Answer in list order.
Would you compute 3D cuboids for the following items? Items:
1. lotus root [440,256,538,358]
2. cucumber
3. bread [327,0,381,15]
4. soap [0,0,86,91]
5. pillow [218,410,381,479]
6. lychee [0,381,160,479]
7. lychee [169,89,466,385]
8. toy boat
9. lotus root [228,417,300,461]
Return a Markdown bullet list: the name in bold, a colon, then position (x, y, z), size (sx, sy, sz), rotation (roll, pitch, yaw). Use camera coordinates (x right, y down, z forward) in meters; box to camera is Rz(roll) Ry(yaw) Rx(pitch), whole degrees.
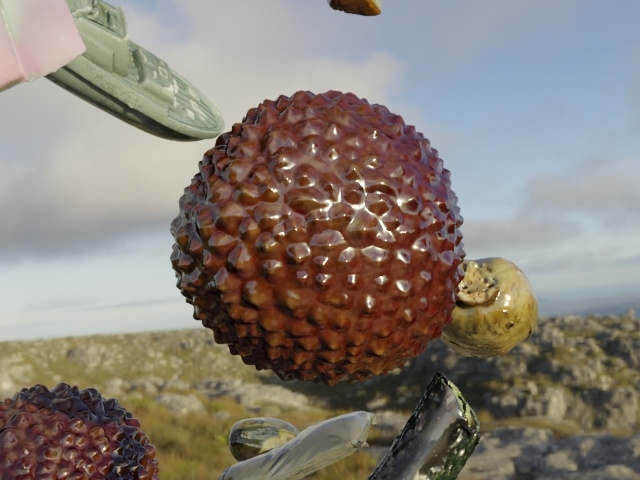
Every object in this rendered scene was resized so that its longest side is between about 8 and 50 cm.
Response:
- **lotus root**: position (0.244, 0.102, 1.237), size (0.160, 0.146, 0.284), rotation (16, -14, 20)
- **cucumber**: position (0.047, 0.220, 0.656), size (0.067, 0.245, 0.067), rotation (35, -10, 7)
- **bread**: position (0.034, -0.334, 1.096), size (0.062, 0.043, 0.109), rotation (-17, -28, 22)
- **soap**: position (-0.212, -0.100, 0.466), size (0.149, 0.056, 0.100), rotation (-18, 21, 19)
- **pillow**: position (-0.040, 0.296, 1.120), size (0.255, 0.059, 0.169), rotation (-30, -8, 13)
- **lychee**: position (-0.377, 0.358, 1.121), size (0.330, 0.306, 0.306), rotation (-33, 9, -27)
- **lychee**: position (0.000, 0.000, 0.780), size (0.276, 0.276, 0.304), rotation (-10, -13, 42)
- **toy boat**: position (-0.172, -0.154, 0.762), size (0.085, 0.078, 0.260), rotation (-28, -29, 22)
- **lotus root**: position (-0.090, 0.338, 1.369), size (0.080, 0.089, 0.179), rotation (-19, -30, 35)
